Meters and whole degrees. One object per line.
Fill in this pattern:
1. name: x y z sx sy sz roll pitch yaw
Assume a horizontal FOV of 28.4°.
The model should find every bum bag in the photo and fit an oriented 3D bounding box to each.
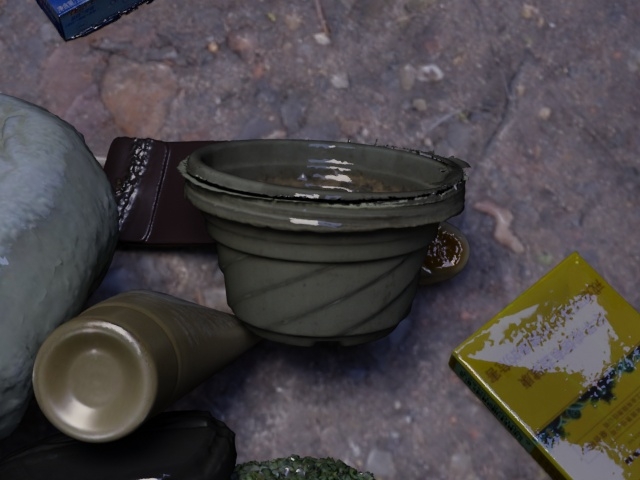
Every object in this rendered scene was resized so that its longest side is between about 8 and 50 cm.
1. bum bag: -0.130 -0.045 1.137 0.159 0.026 0.109 0 64 20

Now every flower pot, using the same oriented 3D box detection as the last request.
1. flower pot: 0.000 0.000 1.017 0.235 0.235 0.141 3 107 0

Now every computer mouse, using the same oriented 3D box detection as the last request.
1. computer mouse: -0.188 0.184 0.878 0.269 0.137 0.086 -31 104 -4

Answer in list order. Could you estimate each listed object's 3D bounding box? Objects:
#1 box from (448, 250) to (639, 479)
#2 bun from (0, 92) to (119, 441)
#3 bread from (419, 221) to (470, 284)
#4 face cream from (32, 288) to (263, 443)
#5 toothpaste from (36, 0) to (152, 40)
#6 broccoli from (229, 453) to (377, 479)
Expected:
1. box: 0.256 0.154 1.074 0.153 0.041 0.279 -37 73 -17
2. bun: -0.306 0.039 0.977 0.354 0.194 0.354 -15 40 13
3. bread: 0.028 -0.006 1.132 0.214 0.053 0.073 17 80 10
4. face cream: -0.122 0.074 0.958 0.137 0.341 0.084 14 96 5
5. toothpaste: -0.152 -0.292 1.253 0.272 0.053 0.066 -31 71 -14
6. broccoli: -0.053 0.324 0.887 0.252 0.221 0.361 41 47 -23
